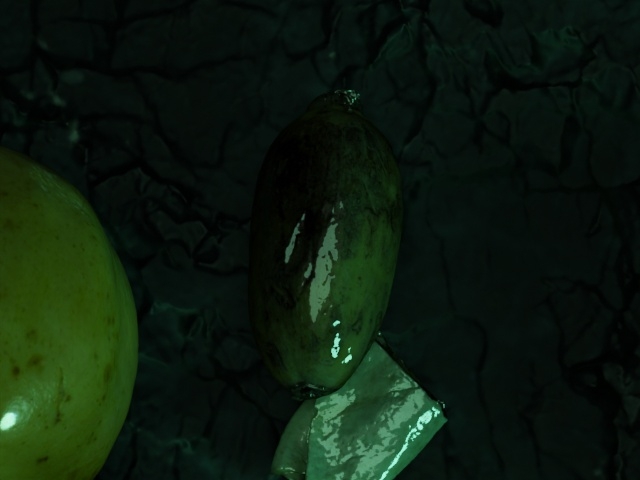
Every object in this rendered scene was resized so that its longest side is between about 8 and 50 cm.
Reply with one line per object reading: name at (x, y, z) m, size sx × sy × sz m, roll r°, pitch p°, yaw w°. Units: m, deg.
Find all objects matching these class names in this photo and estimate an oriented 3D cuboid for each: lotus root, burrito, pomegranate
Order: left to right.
pomegranate at (-0.205, 0.060, 0.858) m, size 0.233 × 0.233 × 0.233 m, roll 0°, pitch 85°, yaw 5°
lotus root at (0.000, 0.000, 0.903) m, size 0.080 × 0.089 × 0.179 m, roll 20°, pitch 70°, yaw -36°
burrito at (0.014, 0.113, 0.921) m, size 0.074 × 0.044 × 0.118 m, roll 41°, pitch 88°, yaw 14°
